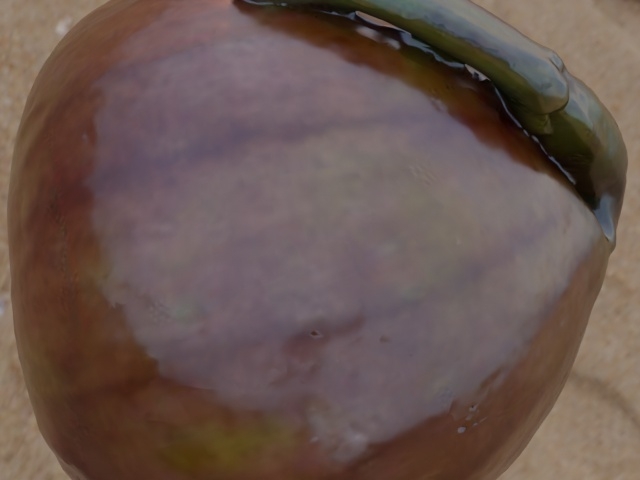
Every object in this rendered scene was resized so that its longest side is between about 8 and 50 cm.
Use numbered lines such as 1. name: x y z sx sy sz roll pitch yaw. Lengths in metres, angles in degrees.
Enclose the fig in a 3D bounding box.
1. fig: 0.000 0.001 0.561 0.205 0.205 0.205 10 57 -16
